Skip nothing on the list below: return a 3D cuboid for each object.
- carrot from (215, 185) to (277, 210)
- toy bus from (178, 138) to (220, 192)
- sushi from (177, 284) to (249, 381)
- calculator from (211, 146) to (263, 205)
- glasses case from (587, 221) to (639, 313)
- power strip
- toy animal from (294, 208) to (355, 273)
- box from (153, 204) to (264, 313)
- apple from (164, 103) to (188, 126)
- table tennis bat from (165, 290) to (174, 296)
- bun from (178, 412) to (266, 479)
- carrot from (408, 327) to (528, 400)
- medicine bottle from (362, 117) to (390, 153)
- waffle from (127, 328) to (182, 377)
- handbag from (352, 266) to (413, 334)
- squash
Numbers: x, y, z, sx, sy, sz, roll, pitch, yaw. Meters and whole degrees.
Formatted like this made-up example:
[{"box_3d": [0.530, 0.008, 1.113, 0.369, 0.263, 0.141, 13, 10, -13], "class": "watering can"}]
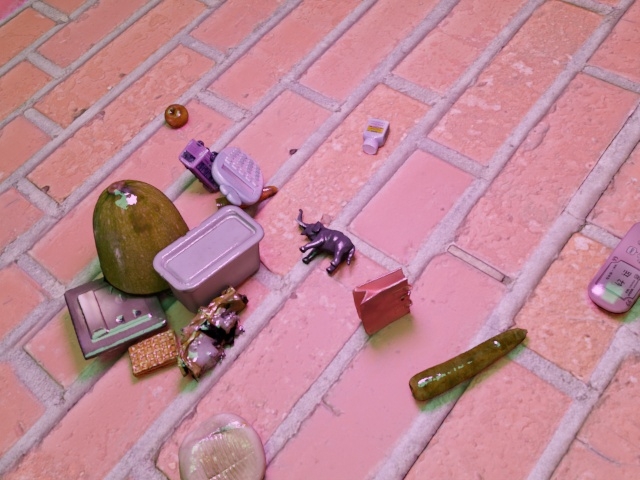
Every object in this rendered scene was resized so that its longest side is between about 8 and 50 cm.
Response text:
[{"box_3d": [-0.241, -0.141, 1.984, 0.210, 0.061, 0.061, -18, 57, -8], "class": "carrot"}, {"box_3d": [-0.379, -0.244, 1.990, 0.096, 0.199, 0.108, 37, 82, 27], "class": "toy bus"}, {"box_3d": [-0.308, 0.259, 1.705, 0.131, 0.139, 0.291, 31, 67, 17], "class": "sushi"}, {"box_3d": [-0.263, -0.202, 1.905, 0.042, 0.184, 0.295, -39, 21, 27], "class": "calculator"}, {"box_3d": [0.854, 0.070, 1.642, 0.122, 0.075, 0.314, 34, 70, 29], "class": "glasses case"}, {"box_3d": [-0.616, 0.217, 1.803, 0.251, 0.092, 0.257, -19, 57, -22], "class": "power strip"}, {"box_3d": [-0.008, 0.005, 1.838, 0.269, 0.082, 0.137, 32, 66, 30], "class": "toy animal"}, {"box_3d": [-0.316, 0.069, 1.768, 0.175, 0.182, 0.312, 36, 60, 27], "class": "box"}, {"box_3d": [-0.535, -0.462, 2.221, 0.089, 0.074, 0.089, -5, 60, 9], "class": "apple"}, {"box_3d": [-0.467, 0.071, 1.906, 0.160, 0.039, 0.257, -32, 61, -15], "class": "table tennis bat"}, {"box_3d": [-0.251, 0.553, 1.515, 0.229, 0.145, 0.229, 4, 77, -19], "class": "bun"}, {"box_3d": [0.397, 0.321, 1.579, 0.358, 0.074, 0.074, -25, 58, -9], "class": "carrot"}, {"box_3d": [0.184, -0.354, 2.036, 0.074, 0.055, 0.118, 16, 63, 18], "class": "medicine bottle"}, {"box_3d": [-0.482, 0.330, 1.744, 0.148, 0.042, 0.102, -22, 56, -3], "class": "waffle"}, {"box_3d": [0.174, 0.166, 1.625, 0.157, 0.212, 0.059, -25, 57, -5], "class": "handbag"}, {"box_3d": [-0.522, -0.043, 1.769, 0.310, 0.309, 0.310, 5, 50, -6], "class": "squash"}]
